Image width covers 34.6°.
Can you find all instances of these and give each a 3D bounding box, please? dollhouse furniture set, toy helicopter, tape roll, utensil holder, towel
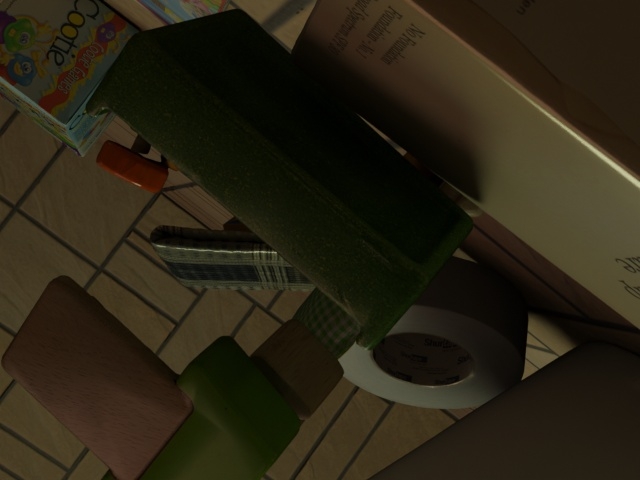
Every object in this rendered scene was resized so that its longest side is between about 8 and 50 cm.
[{"bbox_3d":[-0.016,-0.009,0.563,0.151,0.197,0.301,41,-152,5],"label":"dollhouse furniture set"},{"bbox_3d":[-0.112,-0.098,1.290,0.235,0.140,0.355,26,-178,6],"label":"toy helicopter"},{"bbox_3d":[0.117,0.103,1.137,0.219,0.072,0.219,8,144,6],"label":"tape roll"},{"bbox_3d":[0.200,0.324,1.024,0.327,0.385,0.327,52,164,22],"label":"utensil holder"},{"bbox_3d":[-0.044,0.021,1.346,0.324,0.056,0.312,3,168,0],"label":"towel"}]

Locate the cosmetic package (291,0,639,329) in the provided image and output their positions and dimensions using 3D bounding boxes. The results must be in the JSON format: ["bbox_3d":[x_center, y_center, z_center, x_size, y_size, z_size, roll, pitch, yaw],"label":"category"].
[{"bbox_3d":[0.149,-0.034,0.400,0.309,0.113,0.160,38,173,-4],"label":"cosmetic package"}]

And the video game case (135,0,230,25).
[{"bbox_3d":[-0.156,-0.246,0.809,0.204,0.025,0.285,37,173,-9],"label":"video game case"}]

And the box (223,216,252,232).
[{"bbox_3d":[-0.050,-0.026,1.353,0.136,0.028,0.081,-5,-163,22],"label":"box"}]

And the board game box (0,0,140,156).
[{"bbox_3d":[-0.320,-0.217,1.282,0.142,0.144,0.275,37,172,-6],"label":"board game box"}]
